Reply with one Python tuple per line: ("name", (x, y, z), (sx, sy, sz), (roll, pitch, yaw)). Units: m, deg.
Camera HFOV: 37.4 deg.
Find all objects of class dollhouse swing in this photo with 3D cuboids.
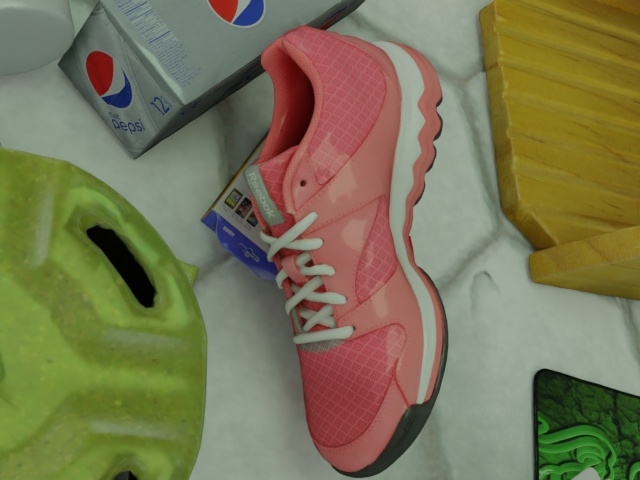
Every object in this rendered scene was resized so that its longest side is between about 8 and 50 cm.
("dollhouse swing", (0.368, -0.151, 0.836), (0.315, 0.305, 0.346), (9, 67, -28))

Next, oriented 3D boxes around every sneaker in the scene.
("sneaker", (0.000, 0.000, 0.644), (0.136, 0.116, 0.313), (14, 70, -38))

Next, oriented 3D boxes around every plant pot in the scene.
("plant pot", (-0.177, 0.082, 0.433), (0.276, 0.254, 0.276), (11, 66, -24))

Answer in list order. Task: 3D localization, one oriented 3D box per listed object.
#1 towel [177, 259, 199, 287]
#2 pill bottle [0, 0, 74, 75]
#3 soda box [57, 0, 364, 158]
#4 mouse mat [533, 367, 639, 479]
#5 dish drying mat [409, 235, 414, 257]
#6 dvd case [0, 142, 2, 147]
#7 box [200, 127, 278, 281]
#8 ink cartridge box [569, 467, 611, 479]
("towel", (-0.120, 0.041, 0.643), (0.060, 0.009, 0.083), (29, 58, -17))
("pill bottle", (-0.227, -0.221, 0.624), (0.118, 0.117, 0.208), (-7, 73, -33))
("soda box", (-0.054, -0.181, 0.723), (0.091, 0.098, 0.286), (51, 54, -5))
("mouse mat", (0.256, 0.199, 0.805), (0.190, 0.007, 0.152), (17, 62, -23))
("dish drying mat", (0.066, 0.034, 0.760), (0.032, 0.008, 0.083), (4, 68, -29))
("dvd case", (-0.235, -0.053, 0.570), (0.087, 0.013, 0.119), (-1, 32, -31))
("box", (-0.030, -0.029, 0.718), (0.081, 0.028, 0.136), (40, 57, -10))
("ink cartridge box", (0.184, 0.255, 0.694), (0.198, 0.067, 0.115), (-24, 83, -33))
